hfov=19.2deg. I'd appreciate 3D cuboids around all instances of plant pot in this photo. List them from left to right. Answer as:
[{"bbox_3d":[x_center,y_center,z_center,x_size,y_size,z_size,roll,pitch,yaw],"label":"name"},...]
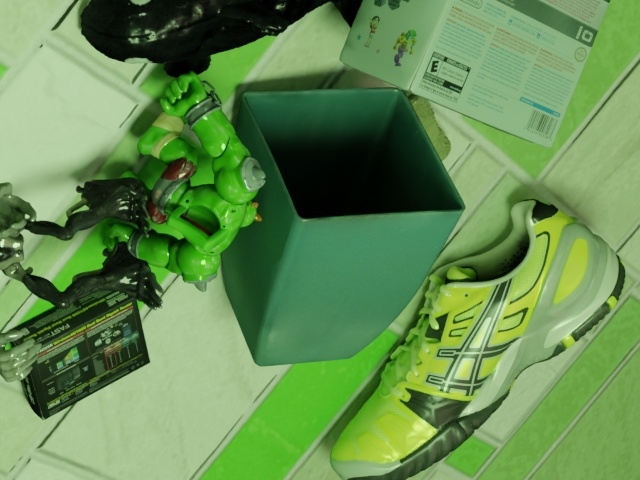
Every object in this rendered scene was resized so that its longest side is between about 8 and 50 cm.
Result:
[{"bbox_3d":[0.000,0.000,1.764,0.165,0.165,0.234,-4,138,-24],"label":"plant pot"}]

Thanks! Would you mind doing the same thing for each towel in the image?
[{"bbox_3d":[0.059,-0.078,1.870,0.148,0.027,0.110,-40,139,-7],"label":"towel"}]

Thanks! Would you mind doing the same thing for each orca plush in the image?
[{"bbox_3d":[-0.057,-0.186,1.616,0.287,0.102,0.151,0,122,-42],"label":"orca plush"}]

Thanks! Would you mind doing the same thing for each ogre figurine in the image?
[{"bbox_3d":[-0.118,-0.038,1.657,0.197,0.118,0.097,-54,162,14],"label":"ogre figurine"}]

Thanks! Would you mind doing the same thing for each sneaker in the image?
[{"bbox_3d":[0.145,0.108,2.050,0.384,0.145,0.147,-44,110,0],"label":"sneaker"}]

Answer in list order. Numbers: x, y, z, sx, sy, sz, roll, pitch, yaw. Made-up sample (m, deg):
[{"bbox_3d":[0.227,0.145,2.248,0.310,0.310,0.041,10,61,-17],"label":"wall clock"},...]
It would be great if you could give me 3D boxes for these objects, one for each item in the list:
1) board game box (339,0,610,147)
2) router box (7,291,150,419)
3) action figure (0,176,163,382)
[{"bbox_3d":[0.172,-0.260,1.712,0.224,0.097,0.303,17,97,-49],"label":"board game box"},{"bbox_3d":[-0.224,0.100,1.757,0.122,0.038,0.092,-28,138,-22],"label":"router box"},{"bbox_3d":[-0.268,0.020,1.563,0.275,0.141,0.164,-11,112,-27],"label":"action figure"}]
